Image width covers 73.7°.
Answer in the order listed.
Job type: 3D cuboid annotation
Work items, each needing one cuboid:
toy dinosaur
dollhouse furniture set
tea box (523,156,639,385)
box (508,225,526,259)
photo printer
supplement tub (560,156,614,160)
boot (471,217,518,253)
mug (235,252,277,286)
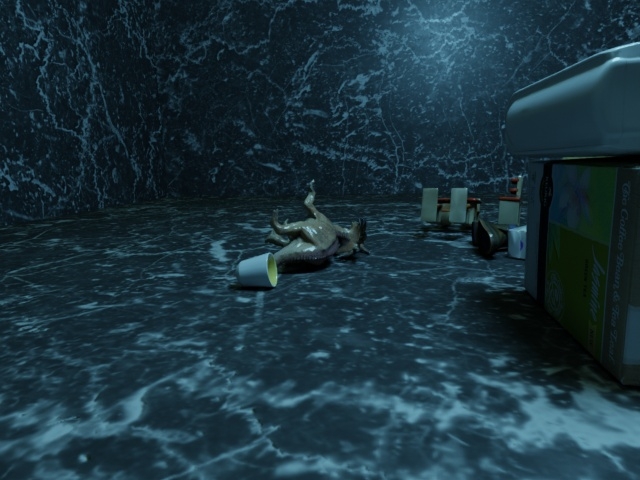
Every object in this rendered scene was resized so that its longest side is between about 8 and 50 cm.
[{"bbox_3d":[0.000,0.000,0.925,0.200,0.127,0.295,36,38,8],"label":"toy dinosaur"},{"bbox_3d":[0.430,-0.110,1.216,0.259,0.135,0.262,4,1,28],"label":"dollhouse furniture set"},{"bbox_3d":[0.465,0.006,0.513,0.328,0.220,0.323,-1,10,10],"label":"tea box"},{"bbox_3d":[0.549,-0.012,1.007,0.324,0.067,0.063,-11,15,-38],"label":"box"},{"bbox_3d":[0.383,-0.157,0.517,0.256,0.107,0.307,-3,10,5],"label":"photo printer"},{"bbox_3d":[0.584,-0.129,0.816,0.228,0.316,0.228,12,29,-7],"label":"supplement tub"},{"bbox_3d":[0.420,-0.015,0.998,0.106,0.082,0.219,-2,9,12],"label":"boot"},{"bbox_3d":[-0.115,0.063,0.777,0.064,0.078,0.062,-9,42,9],"label":"mug"}]
